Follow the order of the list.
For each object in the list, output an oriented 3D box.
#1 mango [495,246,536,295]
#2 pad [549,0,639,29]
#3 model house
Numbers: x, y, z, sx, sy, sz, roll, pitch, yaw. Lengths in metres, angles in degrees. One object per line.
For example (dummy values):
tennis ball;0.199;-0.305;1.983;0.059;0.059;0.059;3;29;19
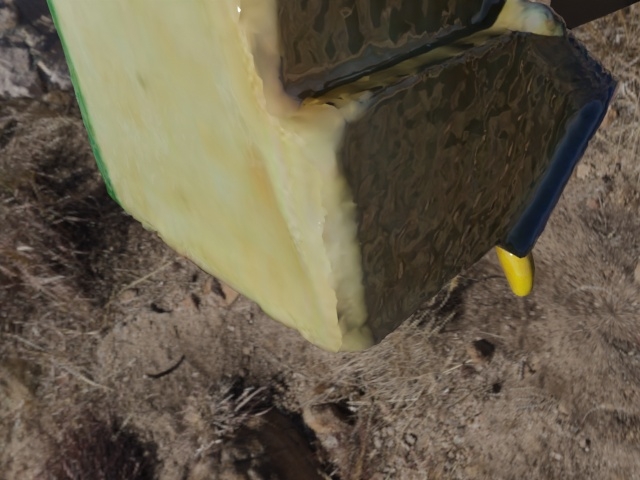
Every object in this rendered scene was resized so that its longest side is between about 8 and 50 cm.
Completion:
mango;0.437;0.050;1.443;0.076;0.103;0.161;-16;106;7
pad;0.495;-0.460;1.124;0.265;0.159;0.009;-25;46;-18
model house;0.012;-0.192;0.495;0.334;0.342;0.382;28;139;41
